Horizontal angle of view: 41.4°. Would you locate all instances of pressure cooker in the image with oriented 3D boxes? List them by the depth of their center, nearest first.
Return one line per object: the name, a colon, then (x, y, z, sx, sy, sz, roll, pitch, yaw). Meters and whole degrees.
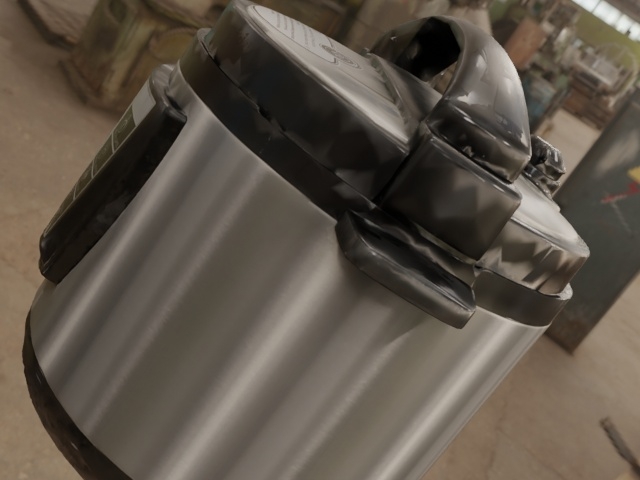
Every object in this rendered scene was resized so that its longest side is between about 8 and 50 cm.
pressure cooker: (0.005, 0.002, 0.705, 0.370, 0.420, 0.376, 46, 19, 31)
